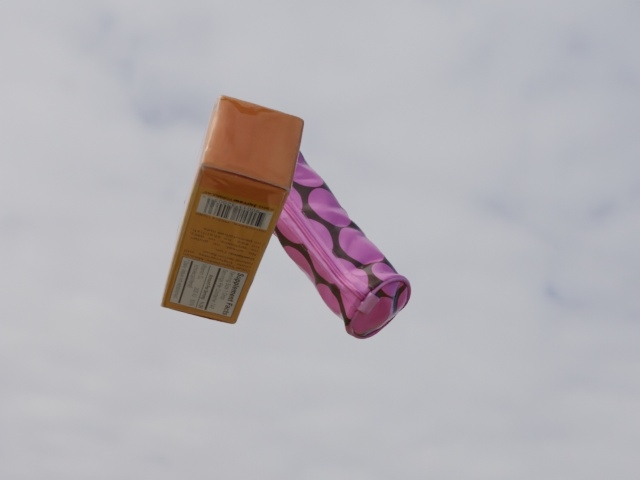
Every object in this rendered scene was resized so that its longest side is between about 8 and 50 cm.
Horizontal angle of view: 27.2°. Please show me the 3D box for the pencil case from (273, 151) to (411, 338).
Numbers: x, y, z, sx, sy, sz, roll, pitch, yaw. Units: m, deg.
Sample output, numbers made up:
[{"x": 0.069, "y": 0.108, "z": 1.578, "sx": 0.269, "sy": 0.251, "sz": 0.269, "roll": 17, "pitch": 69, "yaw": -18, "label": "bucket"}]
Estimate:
[{"x": 0.000, "y": 0.000, "z": 1.339, "sx": 0.209, "sy": 0.095, "sz": 0.098, "roll": 48, "pitch": -4, "yaw": 19, "label": "pencil case"}]

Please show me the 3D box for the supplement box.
[{"x": -0.079, "y": -0.019, "z": 1.121, "sx": 0.080, "sy": 0.078, "sz": 0.233, "roll": 16, "pitch": -33, "yaw": -9, "label": "supplement box"}]
